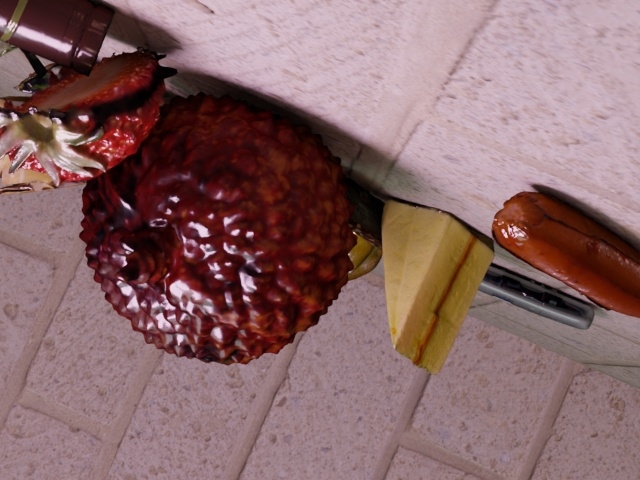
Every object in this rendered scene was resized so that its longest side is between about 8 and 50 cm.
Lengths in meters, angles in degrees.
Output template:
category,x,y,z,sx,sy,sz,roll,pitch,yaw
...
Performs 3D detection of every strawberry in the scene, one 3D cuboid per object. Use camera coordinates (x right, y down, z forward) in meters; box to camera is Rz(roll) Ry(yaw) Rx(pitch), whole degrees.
category,x,y,z,sx,sy,sz,roll,pitch,yaw
strawberry,-0.296,-0.169,1.691,0.233,0.138,0.306,-4,-158,25

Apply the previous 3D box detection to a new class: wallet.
category,x,y,z,sx,sy,sz,roll,pitch,yaw
wallet,0.074,-0.051,2.157,0.031,0.122,0.232,-29,148,23

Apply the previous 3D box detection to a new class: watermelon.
category,x,y,z,sx,sy,sz,roll,pitch,yaw
watermelon,-0.446,-0.273,2.077,0.119,0.063,0.245,-3,-167,1

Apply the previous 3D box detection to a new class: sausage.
category,x,y,z,sx,sy,sz,roll,pitch,yaw
sausage,0.355,0.023,1.642,0.330,0.102,0.102,28,173,-37

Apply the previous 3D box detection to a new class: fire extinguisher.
category,x,y,z,sx,sy,sz,roll,pitch,yaw
fire extinguisher,-0.447,-0.311,1.597,0.341,0.141,0.105,21,-155,-13

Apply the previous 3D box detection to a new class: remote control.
category,x,y,z,sx,sy,sz,roll,pitch,yaw
remote control,0.406,0.106,2.481,0.296,0.056,0.140,21,176,9

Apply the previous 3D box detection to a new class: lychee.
category,x,y,z,sx,sy,sz,roll,pitch,yaw
lychee,-0.156,-0.016,1.838,0.424,0.425,0.500,23,-159,11

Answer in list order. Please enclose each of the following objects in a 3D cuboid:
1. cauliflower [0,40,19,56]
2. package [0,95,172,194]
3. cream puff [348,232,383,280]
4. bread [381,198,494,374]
category,x,y,z,sx,sy,sz,roll,pitch,yaw
cauliflower,-0.566,-0.319,1.943,0.315,0.239,0.256,-16,-143,-38
package,-0.403,-0.163,2.108,0.311,0.165,0.221,-4,-170,-29
cream puff,0.008,-0.014,2.482,0.244,0.196,0.244,-2,-172,0
bread,0.161,0.076,2.152,0.163,0.264,0.167,16,166,44
